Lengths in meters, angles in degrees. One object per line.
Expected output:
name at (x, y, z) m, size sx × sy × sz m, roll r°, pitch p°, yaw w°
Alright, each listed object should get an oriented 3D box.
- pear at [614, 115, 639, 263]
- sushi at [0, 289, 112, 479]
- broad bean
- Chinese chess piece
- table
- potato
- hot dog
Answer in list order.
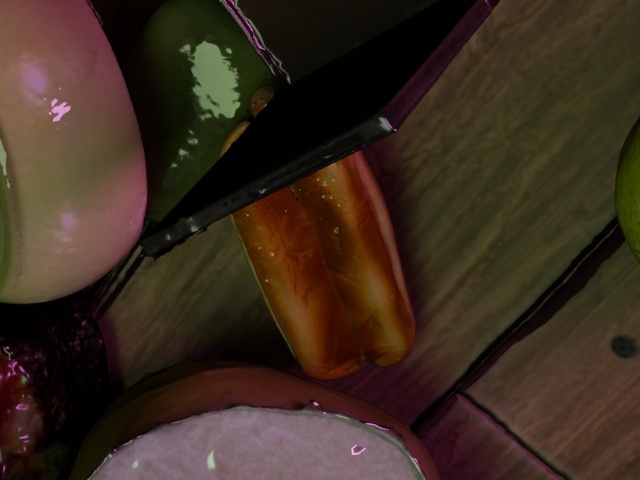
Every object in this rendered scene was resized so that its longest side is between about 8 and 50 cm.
pear at (0.265, -0.029, 0.997) m, size 0.198 × 0.198 × 0.198 m, roll 12°, pitch 124°, yaw 18°
sushi at (-0.266, 0.190, 1.388) m, size 0.196 × 0.182 × 0.343 m, roll 13°, pitch 122°, yaw 26°
broad bean at (-0.088, -0.082, 1.192) m, size 0.124 × 0.082 × 0.174 m, roll 38°, pitch 129°, yaw -5°
Chinese chess piece at (-0.217, -0.079, 1.183) m, size 0.251 × 0.097 × 0.250 m, roll 37°, pitch 139°, yaw 41°
table at (-0.038, -0.186, 0.976) m, size 0.196 × 0.282 × 0.250 m, roll -24°, pitch 107°, yaw 35°
potato at (-0.040, 0.203, 1.292) m, size 0.300 × 0.196 × 0.246 m, roll 23°, pitch 101°, yaw -10°
hot dog at (0.000, 0.000, 1.190) m, size 0.100 × 0.068 × 0.249 m, roll -17°, pitch 133°, yaw 3°
